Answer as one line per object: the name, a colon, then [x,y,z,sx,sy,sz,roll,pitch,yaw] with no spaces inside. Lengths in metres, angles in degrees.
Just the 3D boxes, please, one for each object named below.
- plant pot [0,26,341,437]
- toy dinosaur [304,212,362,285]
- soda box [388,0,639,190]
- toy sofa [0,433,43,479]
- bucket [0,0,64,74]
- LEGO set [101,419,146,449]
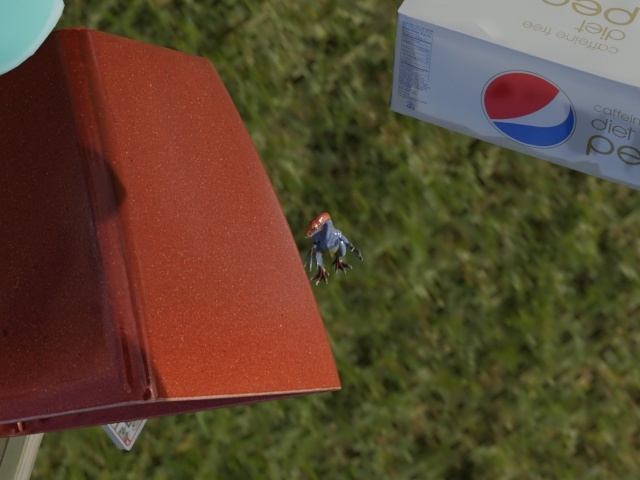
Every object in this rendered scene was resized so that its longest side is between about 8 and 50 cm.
plant pot: [-0.170,0.002,1.268,0.267,0.236,0.267,-10,173,25]
toy dinosaur: [0.000,0.000,1.687,0.047,0.090,0.082,-19,130,-10]
soda box: [0.147,-0.079,0.973,0.216,0.074,0.069,19,139,14]
toy sofa: [-0.414,0.131,1.656,0.362,0.177,0.150,17,90,-5]
bucket: [-0.174,-0.148,0.514,0.183,0.281,0.281,6,119,-24]
LEGO set: [-0.166,0.023,1.618,0.060,0.244,0.182,-3,135,35]
